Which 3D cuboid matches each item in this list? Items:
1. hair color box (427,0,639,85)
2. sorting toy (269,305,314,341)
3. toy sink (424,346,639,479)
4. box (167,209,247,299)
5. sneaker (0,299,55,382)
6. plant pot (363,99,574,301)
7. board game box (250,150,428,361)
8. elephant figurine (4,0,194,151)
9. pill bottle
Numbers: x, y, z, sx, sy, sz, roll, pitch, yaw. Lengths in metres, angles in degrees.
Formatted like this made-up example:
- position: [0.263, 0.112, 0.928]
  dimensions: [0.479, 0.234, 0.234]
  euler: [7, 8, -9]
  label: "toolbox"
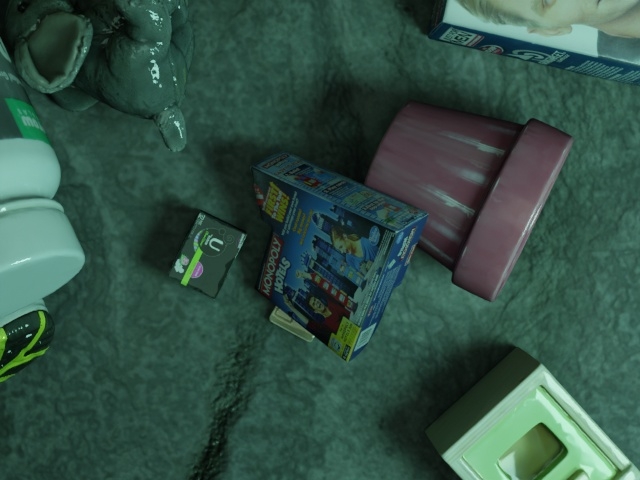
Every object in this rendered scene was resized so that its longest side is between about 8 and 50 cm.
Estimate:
- position: [0.310, -0.278, 1.268]
  dimensions: [0.347, 0.105, 0.173]
  euler: [12, 90, -4]
  label: "hair color box"
- position: [-0.010, 0.085, 1.320]
  dimensions: [0.083, 0.012, 0.062]
  euler: [28, 87, -2]
  label: "sorting toy"
- position: [0.258, 0.263, 1.292]
  dimensions: [0.153, 0.131, 0.234]
  euler: [-42, 96, 0]
  label: "toy sink"
- position: [-0.128, 0.015, 1.288]
  dimensions: [0.062, 0.052, 0.083]
  euler: [26, 91, -5]
  label: "box"
- position: [-0.481, 0.136, 1.248]
  dimensions: [0.385, 0.145, 0.147]
  euler: [-29, 71, -2]
  label: "sneaker"
- position: [0.152, -0.059, 1.242]
  dimensions: [0.180, 0.201, 0.201]
  euler: [25, 92, 10]
  label: "plant pot"
- position: [0.000, 0.000, 1.245]
  dimensions: [0.194, 0.060, 0.194]
  euler: [38, 132, 23]
  label: "board game box"
- position: [-0.265, -0.213, 1.230]
  dimensions: [0.240, 0.186, 0.169]
  euler: [-2, 137, 6]
  label: "elephant figurine"
- position: [-0.384, -0.104, 1.126]
  dimensions: [0.204, 0.204, 0.361]
  euler: [-27, 80, -2]
  label: "pill bottle"
